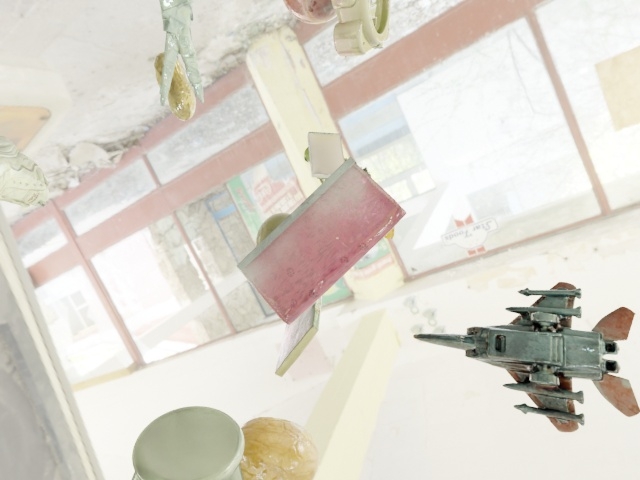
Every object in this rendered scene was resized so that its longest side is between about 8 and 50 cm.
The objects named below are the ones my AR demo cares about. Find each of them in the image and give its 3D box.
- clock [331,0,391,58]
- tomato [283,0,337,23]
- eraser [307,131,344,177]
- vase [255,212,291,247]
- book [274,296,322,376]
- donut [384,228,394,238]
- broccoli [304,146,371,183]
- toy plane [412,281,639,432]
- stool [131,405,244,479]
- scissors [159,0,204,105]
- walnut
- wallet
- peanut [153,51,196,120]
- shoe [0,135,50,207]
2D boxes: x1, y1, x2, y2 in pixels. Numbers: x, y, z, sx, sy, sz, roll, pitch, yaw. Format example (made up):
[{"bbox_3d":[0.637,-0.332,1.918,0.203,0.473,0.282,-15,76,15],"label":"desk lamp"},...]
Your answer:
[{"bbox_3d":[0.125,-0.730,1.202,0.114,0.310,0.284,10,-142,27],"label":"clock"},{"bbox_3d":[-0.011,-0.924,1.473,0.270,0.227,0.270,-25,162,-8],"label":"tomato"},{"bbox_3d":[0.019,-0.252,1.198,0.103,0.151,0.023,0,156,-14],"label":"eraser"},{"bbox_3d":[-0.187,0.066,1.752,0.302,0.240,0.329,-61,179,-29],"label":"vase"},{"bbox_3d":[-0.056,0.240,1.190,0.202,0.027,0.264,-54,-168,24],"label":"book"},{"bbox_3d":[0.216,-0.047,1.357,0.037,0.083,0.067,-6,-170,-28],"label":"donut"},{"bbox_3d":[0.045,-0.234,1.410,0.145,0.304,0.165,0,127,-51],"label":"broccoli"},{"bbox_3d":[0.301,0.169,0.648,0.326,0.223,0.104,1,161,28],"label":"toy plane"},{"bbox_3d":[-0.247,0.455,0.770,0.195,0.199,0.195,19,-158,33],"label":"stool"},{"bbox_3d":[-0.326,-0.500,0.907,0.255,0.384,0.029,-3,-162,-21],"label":"scissors"},{"bbox_3d":[-0.114,0.527,0.981,0.193,0.225,0.193,-58,-165,26],"label":"walnut"},{"bbox_3d":[0.000,0.000,0.580,0.232,0.119,0.025,-44,162,1],"label":"wallet"},{"bbox_3d":[-0.562,-0.587,1.562,0.125,0.275,0.111,-27,172,39],"label":"peanut"},{"bbox_3d":[-0.885,-0.168,1.160,0.132,0.210,0.342,-43,-147,4],"label":"shoe"}]
